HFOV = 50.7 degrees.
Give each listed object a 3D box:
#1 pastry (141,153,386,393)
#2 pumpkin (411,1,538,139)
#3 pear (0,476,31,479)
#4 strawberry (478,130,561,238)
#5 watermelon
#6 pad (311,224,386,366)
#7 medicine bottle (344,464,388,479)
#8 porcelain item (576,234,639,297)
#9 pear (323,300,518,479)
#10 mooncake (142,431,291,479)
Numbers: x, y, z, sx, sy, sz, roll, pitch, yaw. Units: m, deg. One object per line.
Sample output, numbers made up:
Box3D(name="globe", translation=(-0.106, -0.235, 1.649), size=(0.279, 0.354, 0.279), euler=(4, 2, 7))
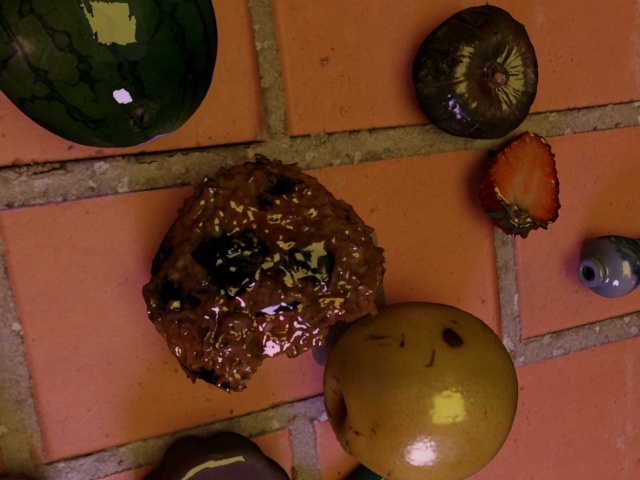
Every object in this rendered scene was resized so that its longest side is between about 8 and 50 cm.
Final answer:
Box3D(name="pastry", translation=(-0.105, 0.045, 1.115), size=(0.405, 0.292, 0.337), euler=(-29, 95, 1))
Box3D(name="pumpkin", translation=(0.306, -0.315, 1.297), size=(0.260, 0.189, 0.260), euler=(-3, 98, -21))
Box3D(name="pear", translation=(-0.503, 0.471, 1.063), size=(0.200, 0.200, 0.200), euler=(-3, 98, -22))
Box3D(name="strawberry", translation=(0.408, -0.115, 1.421), size=(0.190, 0.111, 0.236), euler=(33, 60, -12))
Box3D(name="watermelon", translation=(-0.317, -0.307, 0.959), size=(0.363, 0.363, 0.363), euler=(-3, 98, -22))
Box3D(name="pad", translation=(0.048, 0.110, 1.342), size=(0.176, 0.002, 0.266), euler=(-12, 101, -21))
Box3D(name="medicine bottle", translation=(0.052, 0.515, 1.352), size=(0.258, 0.079, 0.124), euler=(-34, 108, -16))
Box3D(name="porcelain item", translation=(0.694, 0.051, 1.540), size=(0.259, 0.141, 0.141), euler=(-9, 100, -31))
Box3D(name="pear", translation=(0.176, 0.275, 1.232), size=(0.348, 0.348, 0.348), euler=(-3, 98, -22))
Box3D(name="mooncake", translation=(-0.186, 0.493, 1.210), size=(0.306, 0.154, 0.306), euler=(-2, 96, -22))
